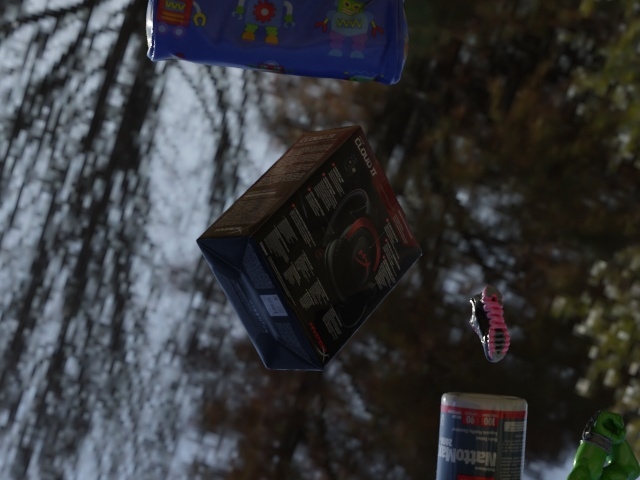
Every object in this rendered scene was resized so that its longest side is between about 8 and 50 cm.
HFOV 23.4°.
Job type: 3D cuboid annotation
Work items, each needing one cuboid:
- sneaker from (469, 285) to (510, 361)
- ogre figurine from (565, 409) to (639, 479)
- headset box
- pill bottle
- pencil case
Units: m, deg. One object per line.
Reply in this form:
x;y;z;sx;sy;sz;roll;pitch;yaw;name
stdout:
0.256;0.133;2.393;0.047;0.119;0.057;15;154;-40;sneaker
0.290;0.284;1.641;0.097;0.197;0.118;32;-131;20;ogre figurine
0.000;0.000;2.067;0.110;0.218;0.293;-3;-146;43;headset box
0.197;0.282;1.915;0.108;0.180;0.108;3;178;0;pill bottle
-0.050;-0.254;1.759;0.306;0.133;0.119;6;174;-4;pencil case
